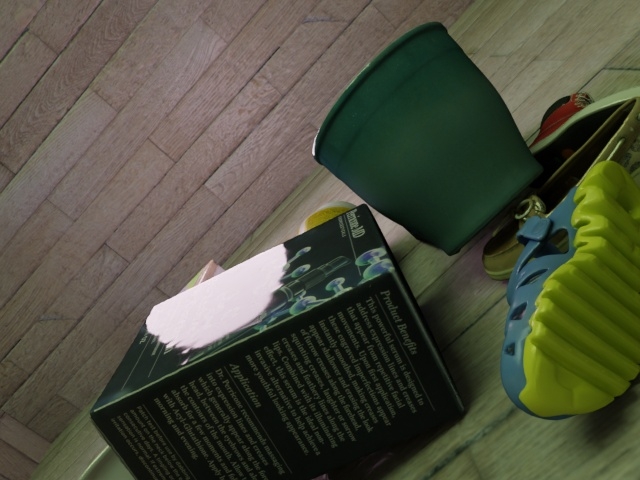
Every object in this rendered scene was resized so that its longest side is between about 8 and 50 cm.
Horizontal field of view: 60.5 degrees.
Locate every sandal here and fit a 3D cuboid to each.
[{"bbox_3d":[0.253,0.053,0.574,0.317,0.126,0.138,-49,8,-39],"label":"sandal"}]

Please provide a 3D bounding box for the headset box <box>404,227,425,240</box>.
[{"bbox_3d":[0.184,-0.168,1.033,0.246,0.283,0.131,-46,-2,2],"label":"headset box"}]

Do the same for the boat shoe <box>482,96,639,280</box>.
[{"bbox_3d":[0.316,-0.060,0.717,0.285,0.089,0.104,-43,15,18],"label":"boat shoe"}]

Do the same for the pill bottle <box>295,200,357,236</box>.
[{"bbox_3d":[0.036,0.044,1.068,0.188,0.188,0.334,-43,15,19],"label":"pill bottle"}]

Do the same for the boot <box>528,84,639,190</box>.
[{"bbox_3d":[0.407,-0.188,0.804,0.176,0.088,0.244,-54,11,-28],"label":"boot"}]

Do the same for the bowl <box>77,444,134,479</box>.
[{"bbox_3d":[-0.261,0.418,0.875,0.298,0.134,0.298,-47,-24,-28],"label":"bowl"}]

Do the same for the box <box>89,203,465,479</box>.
[{"bbox_3d":[-0.052,0.155,0.763,0.395,0.212,0.293,-26,17,6],"label":"box"}]

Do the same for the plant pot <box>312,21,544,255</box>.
[{"bbox_3d":[0.172,-0.127,0.811,0.271,0.255,0.272,-41,-12,-10],"label":"plant pot"}]

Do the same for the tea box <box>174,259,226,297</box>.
[{"bbox_3d":[-0.345,0.284,1.482,0.323,0.220,0.329,-43,15,18],"label":"tea box"}]
